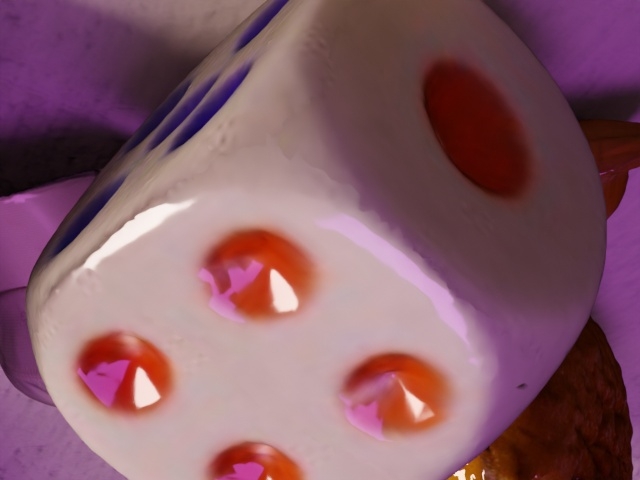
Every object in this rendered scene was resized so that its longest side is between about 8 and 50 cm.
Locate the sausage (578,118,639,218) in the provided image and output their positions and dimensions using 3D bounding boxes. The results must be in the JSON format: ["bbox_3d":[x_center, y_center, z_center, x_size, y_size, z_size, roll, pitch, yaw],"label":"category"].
[{"bbox_3d":[0.166,-0.021,1.082,0.112,0.112,0.328,27,132,-33],"label":"sausage"}]

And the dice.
[{"bbox_3d":[0.000,0.000,0.892,0.277,0.304,0.304,43,126,-18],"label":"dice"}]

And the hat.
[{"bbox_3d":[-0.204,0.043,1.109,0.232,0.161,0.275,-14,138,8],"label":"hat"}]

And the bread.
[{"bbox_3d":[0.185,0.202,1.213,0.172,0.312,0.312,-6,145,31],"label":"bread"}]
